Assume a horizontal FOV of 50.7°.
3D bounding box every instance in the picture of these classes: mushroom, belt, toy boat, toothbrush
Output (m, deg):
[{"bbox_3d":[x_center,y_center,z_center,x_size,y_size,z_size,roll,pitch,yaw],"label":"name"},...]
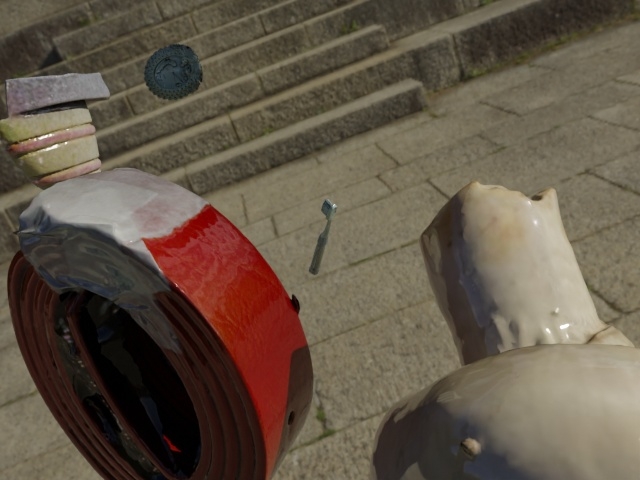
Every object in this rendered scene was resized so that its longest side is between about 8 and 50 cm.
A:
[{"bbox_3d":[0.175,0.102,0.481,0.292,0.290,0.292,-3,-21,-1],"label":"mushroom"},{"bbox_3d":[-0.134,0.092,0.587,0.227,0.324,0.115,-10,21,26],"label":"belt"},{"bbox_3d":[-0.543,-0.225,1.407,0.111,0.293,0.276,0,0,28],"label":"toy boat"},{"bbox_3d":[0.000,0.000,0.964,0.016,0.019,0.219,-38,-16,-21],"label":"toothbrush"}]

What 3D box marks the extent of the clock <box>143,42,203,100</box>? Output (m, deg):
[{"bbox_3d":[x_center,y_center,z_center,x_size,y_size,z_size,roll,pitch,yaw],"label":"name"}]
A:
[{"bbox_3d":[-0.207,-0.234,0.943,0.083,0.074,0.010,-22,10,5],"label":"clock"}]
